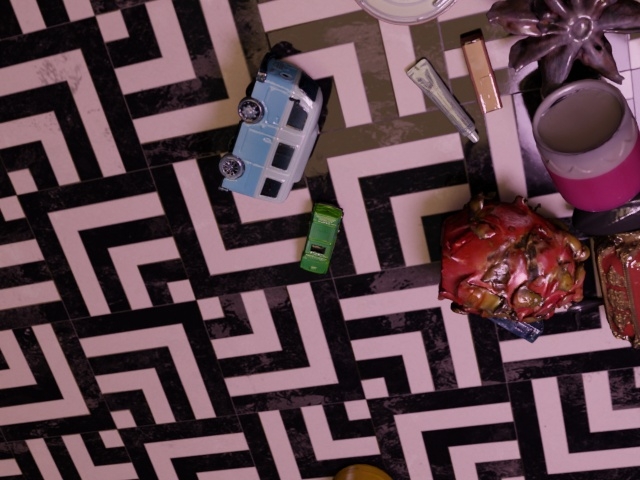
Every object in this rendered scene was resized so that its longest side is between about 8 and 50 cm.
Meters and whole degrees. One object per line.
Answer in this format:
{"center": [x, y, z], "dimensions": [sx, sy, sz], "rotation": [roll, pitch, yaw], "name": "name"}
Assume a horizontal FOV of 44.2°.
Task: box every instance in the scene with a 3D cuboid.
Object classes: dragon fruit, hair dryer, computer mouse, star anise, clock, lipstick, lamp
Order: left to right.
{"center": [0.158, -0.515, 1.434], "dimensions": [0.244, 0.056, 0.244], "rotation": [4, 115, 8], "name": "clock"}
{"center": [0.308, -0.319, 1.506], "dimensions": [0.045, 0.045, 0.145], "rotation": [-17, 111, 14], "name": "lipstick"}
{"center": [0.380, 0.037, 1.558], "dimensions": [0.291, 0.250, 0.269], "rotation": [3, 96, 11], "name": "dragon fruit"}
{"center": [0.570, 0.159, 1.705], "dimensions": [0.079, 0.031, 0.083], "rotation": [-8, 128, 4], "name": "hair dryer"}
{"center": [0.470, -0.399, 1.404], "dimensions": [0.359, 0.139, 0.316], "rotation": [6, 132, -3], "name": "star anise"}
{"center": [0.613, -0.092, 1.513], "dimensions": [0.270, 0.137, 0.086], "rotation": [-16, 117, 17], "name": "computer mouse"}
{"center": [0.645, 0.080, 1.577], "dimensions": [0.177, 0.177, 0.274], "rotation": [-13, 110, 15], "name": "lamp"}

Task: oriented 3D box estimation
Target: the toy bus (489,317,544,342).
{"center": [0.404, 0.162, 1.707], "dimensions": [0.166, 0.065, 0.047], "rotation": [29, 115, -4], "name": "toy bus"}

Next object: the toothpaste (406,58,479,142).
{"center": [0.247, -0.270, 1.550], "dimensions": [0.048, 0.029, 0.197], "rotation": [-38, 101, 20], "name": "toothpaste"}

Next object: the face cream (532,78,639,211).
{"center": [0.492, -0.171, 1.437], "dimensions": [0.175, 0.175, 0.195], "rotation": [-24, 140, 19], "name": "face cream"}

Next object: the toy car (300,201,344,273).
{"center": [0.000, 0.000, 1.699], "dimensions": [0.071, 0.062, 0.165], "rotation": [15, 117, 1], "name": "toy car"}

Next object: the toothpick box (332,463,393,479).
{"center": [0.092, 0.687, 1.891], "dimensions": [0.175, 0.271, 0.175], "rotation": [4, 116, 8], "name": "toothpick box"}

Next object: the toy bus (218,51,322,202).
{"center": [-0.092, -0.217, 1.575], "dimensions": [0.165, 0.133, 0.271], "rotation": [20, 119, -6], "name": "toy bus"}
